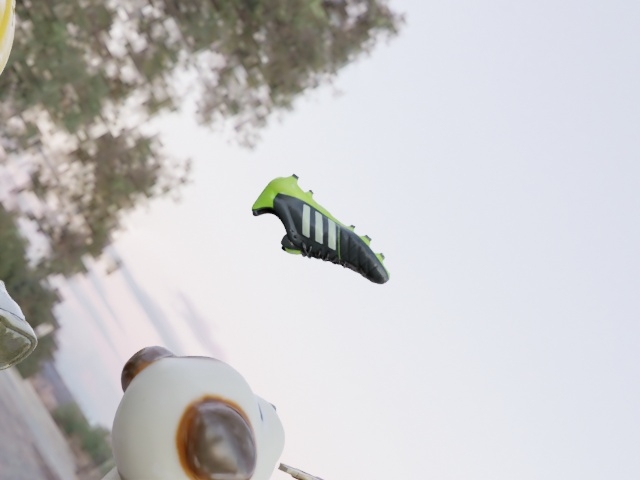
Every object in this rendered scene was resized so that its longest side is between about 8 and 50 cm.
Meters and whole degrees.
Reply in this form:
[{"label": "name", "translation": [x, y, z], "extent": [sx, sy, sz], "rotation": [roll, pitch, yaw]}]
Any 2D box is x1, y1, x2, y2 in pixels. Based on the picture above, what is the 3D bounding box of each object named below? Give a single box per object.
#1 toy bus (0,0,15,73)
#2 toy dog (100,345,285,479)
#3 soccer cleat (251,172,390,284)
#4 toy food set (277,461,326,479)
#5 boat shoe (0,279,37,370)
[{"label": "toy bus", "translation": [-0.347, -0.225, 1.022], "extent": [0.211, 0.220, 0.149], "rotation": [98, -6, -45]}, {"label": "toy dog", "translation": [-0.197, 0.328, 1.650], "extent": [0.395, 0.407, 0.284], "rotation": [18, 12, -30]}, {"label": "soccer cleat", "translation": [0.000, 0.000, 1.559], "extent": [0.179, 0.072, 0.060], "rotation": [40, -14, 11]}, {"label": "toy food set", "translation": [-0.011, 0.332, 1.873], "extent": [0.122, 0.019, 0.078], "rotation": [26, -6, -21]}, {"label": "boat shoe", "translation": [-0.458, 0.067, 1.706], "extent": [0.103, 0.113, 0.302], "rotation": [54, -7, 26]}]
